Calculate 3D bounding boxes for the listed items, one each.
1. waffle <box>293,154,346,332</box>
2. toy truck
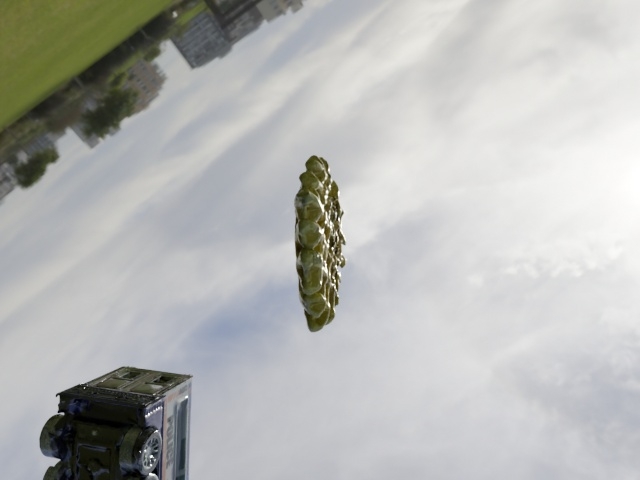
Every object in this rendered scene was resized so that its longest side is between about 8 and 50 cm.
[{"bbox_3d":[-0.002,0.000,0.947,0.056,0.261,0.250,2,-157,11],"label":"waffle"},{"bbox_3d":[-0.221,0.294,0.693,0.124,0.268,0.155,5,-174,15],"label":"toy truck"}]
